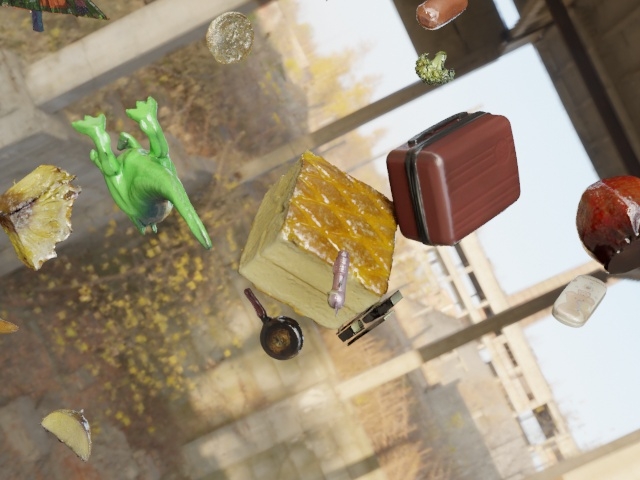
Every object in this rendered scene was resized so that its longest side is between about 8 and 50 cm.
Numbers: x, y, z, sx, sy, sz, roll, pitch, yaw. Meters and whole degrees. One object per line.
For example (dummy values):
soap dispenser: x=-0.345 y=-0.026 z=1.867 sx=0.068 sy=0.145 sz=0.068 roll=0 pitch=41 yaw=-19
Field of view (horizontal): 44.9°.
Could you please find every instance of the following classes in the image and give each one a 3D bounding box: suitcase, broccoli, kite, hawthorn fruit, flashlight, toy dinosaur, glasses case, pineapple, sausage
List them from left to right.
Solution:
pineapple: x=-0.362 y=-0.029 z=0.980 sx=0.069 sy=0.137 sz=0.116 roll=18 pitch=6 yaw=31
kite: x=-0.634 y=-0.573 z=1.736 sx=0.016 sy=0.321 sz=0.234 roll=-83 pitch=-179 yaw=-48
toy dinosaur: x=-0.295 y=-0.036 z=1.371 sx=0.500 sy=0.144 sz=0.374 roll=55 pitch=-21 yaw=37
flashlight: x=0.029 y=0.070 z=1.299 sx=0.052 sy=0.031 sz=0.110 roll=81 pitch=17 yaw=-71
broccoli: x=0.289 y=-0.434 z=1.953 sx=0.095 sy=0.092 sz=0.097 roll=20 pitch=18 yaw=-10
sausage: x=0.300 y=-0.573 z=1.912 sx=0.194 sy=0.077 sz=0.077 roll=-43 pitch=114 yaw=-41
suitcase: x=0.290 y=-0.138 z=1.670 sx=0.161 sy=0.297 sz=0.236 roll=12 pitch=-57 yaw=47
glasses case: x=0.591 y=0.136 z=1.764 sx=0.081 sy=0.204 sz=0.051 roll=25 pitch=-54 yaw=25
hawthorn fruit: x=0.700 y=-0.053 z=1.814 sx=0.250 sy=0.215 sz=0.215 roll=-79 pitch=146 yaw=-61

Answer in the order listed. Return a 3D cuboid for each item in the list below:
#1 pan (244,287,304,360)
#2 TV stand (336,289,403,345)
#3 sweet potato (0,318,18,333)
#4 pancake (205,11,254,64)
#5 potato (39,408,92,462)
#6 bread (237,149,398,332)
pan: x=-0.127 y=0.205 z=1.935 sx=0.212 sy=0.115 sz=0.040 roll=52 pitch=17 yaw=6
TV stand: x=0.105 y=0.165 z=1.635 sx=0.042 sy=0.036 sz=0.249 roll=53 pitch=-34 yaw=6
sweet potato: x=-0.654 y=0.147 z=1.447 sx=0.179 sy=0.044 sz=0.044 roll=15 pitch=34 yaw=-32
pancake: x=-0.235 y=-0.529 z=2.033 sx=0.022 sy=0.139 sz=0.139 roll=34 pitch=-22 yaw=51
potato: x=-0.630 y=0.493 z=2.022 sx=0.172 sy=0.089 sz=0.100 roll=31 pitch=-8 yaw=20
bread: x=0.000 y=0.000 z=1.652 sx=0.279 sy=0.207 sz=0.279 roll=29 pitch=45 yaw=-20
